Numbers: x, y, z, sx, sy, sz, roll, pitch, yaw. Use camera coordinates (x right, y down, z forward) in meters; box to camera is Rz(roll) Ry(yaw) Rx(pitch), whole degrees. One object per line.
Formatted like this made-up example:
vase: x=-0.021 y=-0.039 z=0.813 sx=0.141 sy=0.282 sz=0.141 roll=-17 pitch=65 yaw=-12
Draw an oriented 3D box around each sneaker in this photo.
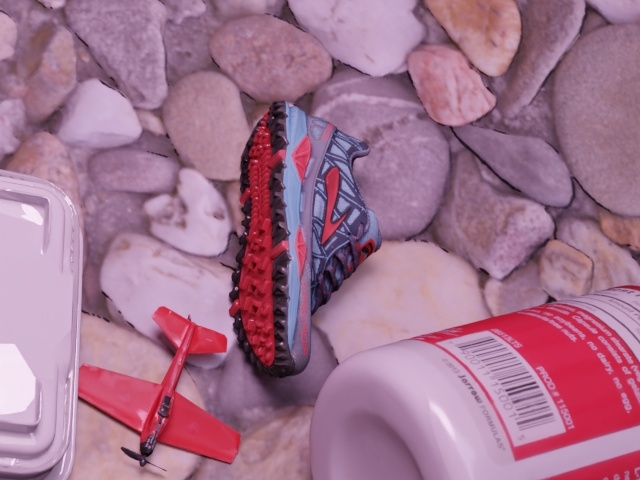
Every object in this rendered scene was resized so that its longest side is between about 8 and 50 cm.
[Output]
sneaker: x=0.000 y=0.000 z=1.522 sx=0.125 sy=0.104 sz=0.262 roll=16 pitch=58 yaw=-21

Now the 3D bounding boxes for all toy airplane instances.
toy airplane: x=-0.121 y=0.118 z=1.443 sx=0.151 sy=0.028 sz=0.151 roll=12 pitch=60 yaw=-22

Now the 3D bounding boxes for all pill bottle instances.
pill bottle: x=0.215 y=0.162 z=1.461 sx=0.407 sy=0.229 sz=0.229 roll=-11 pitch=69 yaw=-31

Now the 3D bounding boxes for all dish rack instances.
dish rack: x=-0.332 y=0.045 z=1.333 sx=0.333 sy=0.072 sz=0.285 roll=11 pitch=59 yaw=-22
